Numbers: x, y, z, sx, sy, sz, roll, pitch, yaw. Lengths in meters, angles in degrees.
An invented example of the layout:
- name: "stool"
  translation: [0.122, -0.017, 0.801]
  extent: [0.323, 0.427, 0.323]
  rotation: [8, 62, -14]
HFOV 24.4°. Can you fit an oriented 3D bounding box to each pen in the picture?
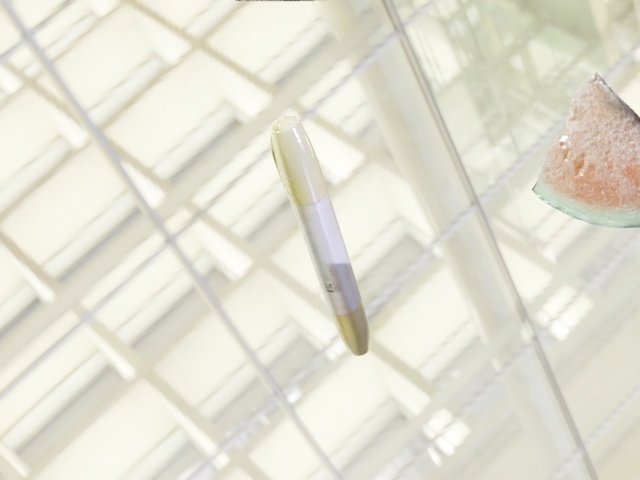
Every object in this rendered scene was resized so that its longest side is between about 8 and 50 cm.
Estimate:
- name: "pen"
  translation: [0.000, 0.000, 1.173]
  extent: [0.032, 0.233, 0.040]
  rotation: [-35, -142, -24]

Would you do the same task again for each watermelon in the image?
- name: "watermelon"
  translation: [0.345, -0.079, 1.683]
  extent: [0.136, 0.202, 0.207]
  rotation: [-56, -155, -5]
